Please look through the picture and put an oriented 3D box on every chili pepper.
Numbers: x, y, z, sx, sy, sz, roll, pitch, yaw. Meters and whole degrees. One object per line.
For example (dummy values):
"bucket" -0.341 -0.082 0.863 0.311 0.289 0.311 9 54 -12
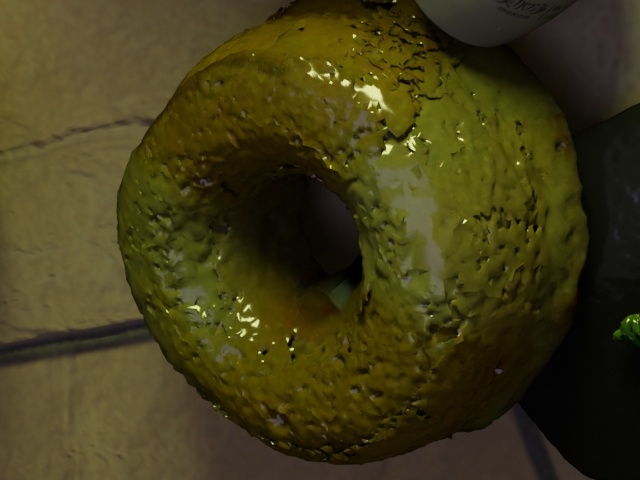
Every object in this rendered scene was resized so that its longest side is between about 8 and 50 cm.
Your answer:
"chili pepper" 0.181 0.032 0.869 0.027 0.022 0.083 23 129 -30

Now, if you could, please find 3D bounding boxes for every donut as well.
"donut" 0.000 0.000 0.909 0.272 0.107 0.272 14 113 35

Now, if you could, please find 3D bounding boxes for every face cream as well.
"face cream" 0.092 -0.145 0.826 0.091 0.091 0.095 42 133 0

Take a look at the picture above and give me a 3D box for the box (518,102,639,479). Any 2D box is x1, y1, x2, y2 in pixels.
"box" 0.176 0.029 0.907 0.212 0.042 0.201 -32 99 34
